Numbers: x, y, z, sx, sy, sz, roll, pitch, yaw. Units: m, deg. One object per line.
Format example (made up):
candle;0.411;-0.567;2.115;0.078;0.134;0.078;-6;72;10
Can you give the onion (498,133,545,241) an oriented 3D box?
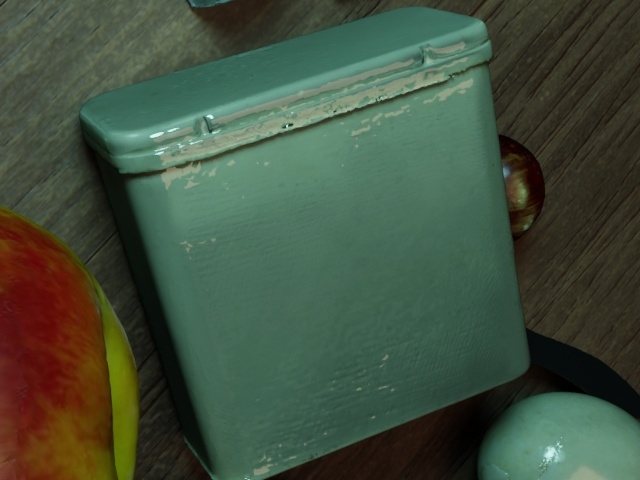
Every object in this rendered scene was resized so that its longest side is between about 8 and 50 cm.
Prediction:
onion;0.175;-0.056;1.324;0.118;0.117;0.119;-47;159;-25

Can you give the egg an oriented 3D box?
egg;0.281;0.263;1.404;0.253;0.186;0.187;23;86;-31

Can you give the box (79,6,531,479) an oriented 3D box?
box;0.000;0.000;1.176;0.351;0.177;0.344;-19;110;-17

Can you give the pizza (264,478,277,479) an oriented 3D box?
pizza;-0.012;0.344;1.321;0.271;0.056;0.134;46;72;-30

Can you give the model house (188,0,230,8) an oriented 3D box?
model house;-0.074;-0.269;1.151;0.100;0.100;0.088;-34;112;-23

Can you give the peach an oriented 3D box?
peach;-0.319;0.145;0.929;0.388;0.388;0.388;-6;101;-30

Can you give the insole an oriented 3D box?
insole;0.283;0.143;1.460;0.253;0.086;0.005;28;121;-27
